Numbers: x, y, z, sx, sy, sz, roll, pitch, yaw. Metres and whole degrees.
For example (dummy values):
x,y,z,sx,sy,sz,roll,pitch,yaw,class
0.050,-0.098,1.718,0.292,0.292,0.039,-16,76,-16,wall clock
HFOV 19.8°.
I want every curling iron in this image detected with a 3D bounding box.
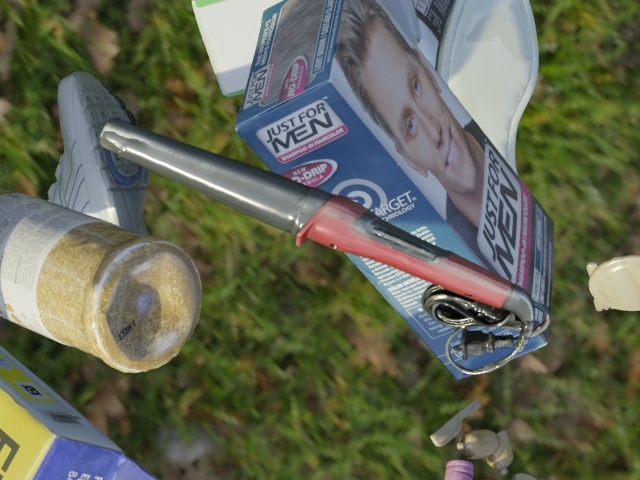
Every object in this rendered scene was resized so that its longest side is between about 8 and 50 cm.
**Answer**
x,y,z,sx,sy,sz,roll,pitch,yaw,class
0.000,0.000,1.029,0.274,0.035,0.068,26,127,-2,curling iron

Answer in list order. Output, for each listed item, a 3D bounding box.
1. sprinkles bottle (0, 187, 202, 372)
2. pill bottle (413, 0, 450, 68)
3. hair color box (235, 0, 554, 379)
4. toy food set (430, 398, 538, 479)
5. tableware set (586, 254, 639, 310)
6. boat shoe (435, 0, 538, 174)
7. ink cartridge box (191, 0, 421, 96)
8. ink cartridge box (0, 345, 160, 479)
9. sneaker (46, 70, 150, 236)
x,y,z,sx,sy,sz,roll,pitch,yaw,class
-0.259,0.021,1.670,0.121,0.355,0.121,-13,110,-40,sprinkles bottle
0.066,-0.251,2.200,0.363,0.210,0.210,-68,154,-45,pill bottle
0.077,-0.056,1.637,0.105,0.174,0.347,-25,124,28,hair color box
0.120,0.177,1.285,0.078,0.019,0.122,-34,94,-41,toy food set
0.281,0.033,1.312,0.168,0.020,0.141,-20,136,27,tableware set
0.153,-0.126,1.909,0.116,0.099,0.319,0,94,-25,boat shoe
-0.021,-0.281,1.839,0.201,0.278,0.117,-15,124,6,ink cartridge box
-0.259,0.210,1.150,0.072,0.307,0.304,14,108,-55,ink cartridge box
-0.241,-0.028,1.886,0.129,0.297,0.111,-14,170,24,sneaker
